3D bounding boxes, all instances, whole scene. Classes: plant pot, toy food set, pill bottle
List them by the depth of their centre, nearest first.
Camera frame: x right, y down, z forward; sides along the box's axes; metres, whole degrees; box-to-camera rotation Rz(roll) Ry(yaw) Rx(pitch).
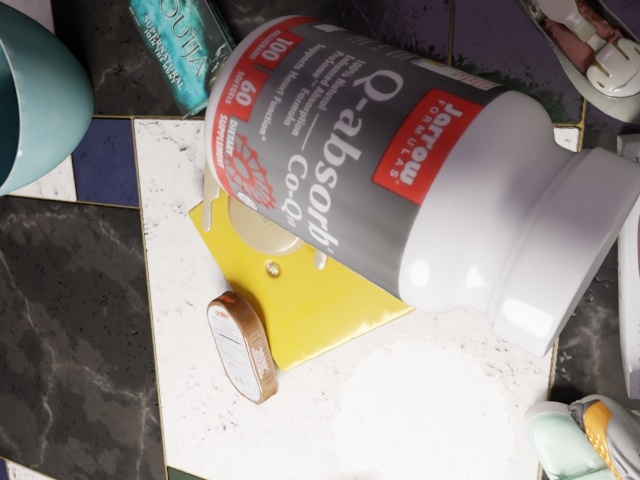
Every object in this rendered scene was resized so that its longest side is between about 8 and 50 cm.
[{"bbox_3d":[0.081,-0.062,0.510,0.363,0.210,0.210,31,116,28],"label":"pill bottle"},{"bbox_3d":[-0.064,-0.043,0.717,0.192,0.038,0.132,19,117,12],"label":"toy food set"},{"bbox_3d":[-0.469,-0.219,0.822,0.290,0.195,0.290,8,108,25],"label":"plant pot"}]

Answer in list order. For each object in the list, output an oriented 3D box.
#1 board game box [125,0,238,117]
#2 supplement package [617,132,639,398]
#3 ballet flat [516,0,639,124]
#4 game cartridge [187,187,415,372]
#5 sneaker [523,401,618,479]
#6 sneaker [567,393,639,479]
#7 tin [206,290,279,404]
[{"bbox_3d":[-0.189,-0.287,0.763,0.126,0.026,0.186,-28,91,30],"label":"board game box"},{"bbox_3d":[0.364,0.016,0.517,0.139,0.134,0.244,-3,103,27],"label":"supplement package"},{"bbox_3d":[0.271,-0.197,0.540,0.072,0.068,0.213,-43,84,29],"label":"ballet flat"},{"bbox_3d":[0.000,0.000,0.743,0.323,0.052,0.285,-31,89,27],"label":"game cartridge"},{"bbox_3d":[0.323,0.316,0.612,0.094,0.151,0.256,-40,84,31],"label":"sneaker"},{"bbox_3d":[0.363,0.204,0.556,0.262,0.099,0.121,34,109,-30],"label":"sneaker"},{"bbox_3d":[-0.119,0.167,0.819,0.106,0.040,0.190,9,121,42],"label":"tin"}]
